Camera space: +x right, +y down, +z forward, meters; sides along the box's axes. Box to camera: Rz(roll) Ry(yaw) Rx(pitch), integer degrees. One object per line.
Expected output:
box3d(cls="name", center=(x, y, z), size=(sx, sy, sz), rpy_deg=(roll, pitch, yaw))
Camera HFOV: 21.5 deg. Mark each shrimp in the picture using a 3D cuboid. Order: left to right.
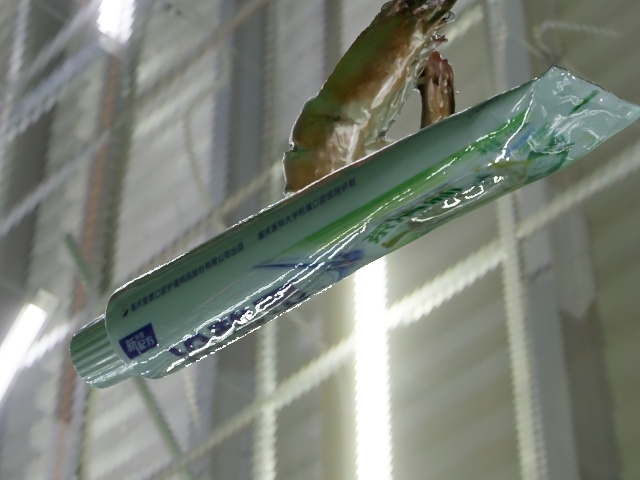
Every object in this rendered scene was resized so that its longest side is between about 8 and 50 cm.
box3d(cls="shrimp", center=(0.046, -0.079, 0.976), size=(0.180, 0.099, 0.041), rpy_deg=(-62, -164, -5))

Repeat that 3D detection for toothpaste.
box3d(cls="toothpaste", center=(0.000, 0.000, 0.729), size=(0.297, 0.075, 0.048), rpy_deg=(-27, -116, 34))
